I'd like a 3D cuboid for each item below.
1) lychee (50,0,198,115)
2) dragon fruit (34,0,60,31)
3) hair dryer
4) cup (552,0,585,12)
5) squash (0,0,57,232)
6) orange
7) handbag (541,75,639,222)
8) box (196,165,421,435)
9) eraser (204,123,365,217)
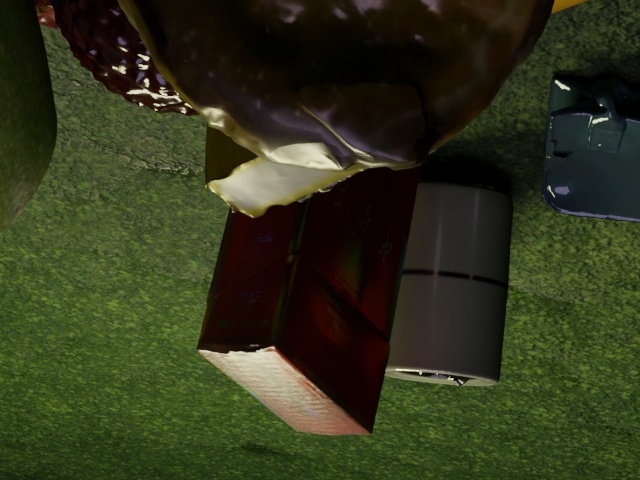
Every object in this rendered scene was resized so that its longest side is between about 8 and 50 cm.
[{"bbox_3d":[-0.082,-0.214,1.082,0.261,0.260,0.260,8,153,4],"label":"lychee"},{"bbox_3d":[-0.242,-0.219,1.282,0.153,0.111,0.153,12,155,6],"label":"dragon fruit"},{"bbox_3d":[0.138,0.067,1.655,0.128,0.203,0.362,4,170,6],"label":"hair dryer"},{"bbox_3d":[0.169,-0.244,1.015,0.196,0.196,0.280,23,159,-23],"label":"cup"},{"bbox_3d":[-0.332,-0.167,1.031,0.263,0.263,0.384,8,153,5],"label":"squash"},{"bbox_3d":[0.005,-0.231,0.853,0.271,0.368,0.210,5,-169,-5],"label":"orange"},{"bbox_3d":[0.323,-0.083,1.400,0.229,0.062,0.179,6,150,8],"label":"handbag"},{"bbox_3d":[0.001,0.000,1.391,0.089,0.313,0.197,-2,151,28],"label":"box"},{"bbox_3d":[-0.015,-0.138,1.214,0.158,0.226,0.069,-24,136,31],"label":"eraser"}]
